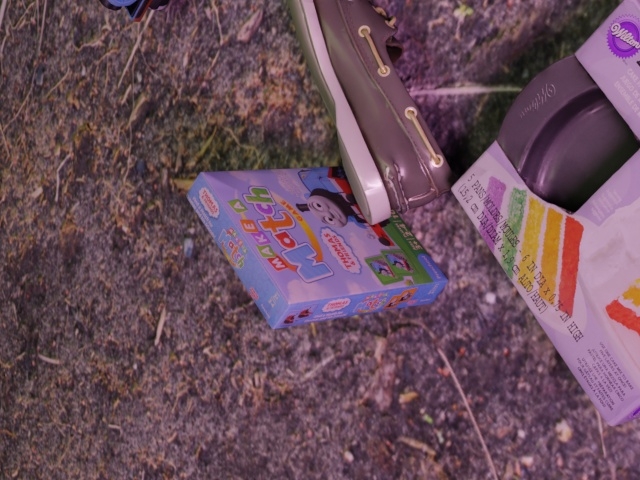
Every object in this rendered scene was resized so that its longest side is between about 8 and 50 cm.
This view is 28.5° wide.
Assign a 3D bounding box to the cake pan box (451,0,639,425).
[{"bbox_3d":[0.253,-0.027,1.013,0.246,0.070,0.267,-47,62,36],"label":"cake pan box"}]

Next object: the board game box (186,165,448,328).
[{"bbox_3d":[0.000,0.000,1.170,0.160,0.211,0.039,55,129,26],"label":"board game box"}]

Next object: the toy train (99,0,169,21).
[{"bbox_3d":[-0.177,-0.324,1.390,0.184,0.105,0.080,-53,50,35],"label":"toy train"}]

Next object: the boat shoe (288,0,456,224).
[{"bbox_3d":[0.039,-0.164,1.199,0.109,0.091,0.305,80,171,-71],"label":"boat shoe"}]
